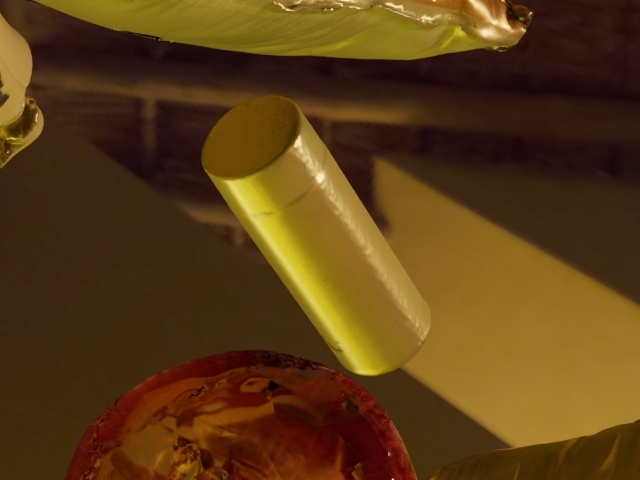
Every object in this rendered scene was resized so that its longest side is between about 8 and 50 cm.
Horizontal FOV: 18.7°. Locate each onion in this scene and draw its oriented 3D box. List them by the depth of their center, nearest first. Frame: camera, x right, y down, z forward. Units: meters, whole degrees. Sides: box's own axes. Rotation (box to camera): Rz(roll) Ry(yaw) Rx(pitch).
[{"bbox_3d":[-0.028,0.108,0.749,0.150,0.140,0.150,1,-106,-4],"label":"onion"}]

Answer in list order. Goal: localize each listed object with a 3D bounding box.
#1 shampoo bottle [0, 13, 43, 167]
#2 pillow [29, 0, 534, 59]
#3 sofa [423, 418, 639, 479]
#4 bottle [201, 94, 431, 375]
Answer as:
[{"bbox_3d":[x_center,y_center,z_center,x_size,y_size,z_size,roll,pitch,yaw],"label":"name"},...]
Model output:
[{"bbox_3d":[-0.112,-0.059,0.595,0.141,0.034,0.049,57,-128,-72],"label":"shampoo bottle"},{"bbox_3d":[-0.089,-0.171,1.015,0.310,0.312,0.119,-4,-66,-52],"label":"pillow"},{"bbox_3d":[0.173,0.082,0.664,0.210,0.225,0.176,30,-124,-24],"label":"sofa"},{"bbox_3d":[0.000,0.000,1.236,0.072,0.072,0.201,-43,-49,-10],"label":"bottle"}]
